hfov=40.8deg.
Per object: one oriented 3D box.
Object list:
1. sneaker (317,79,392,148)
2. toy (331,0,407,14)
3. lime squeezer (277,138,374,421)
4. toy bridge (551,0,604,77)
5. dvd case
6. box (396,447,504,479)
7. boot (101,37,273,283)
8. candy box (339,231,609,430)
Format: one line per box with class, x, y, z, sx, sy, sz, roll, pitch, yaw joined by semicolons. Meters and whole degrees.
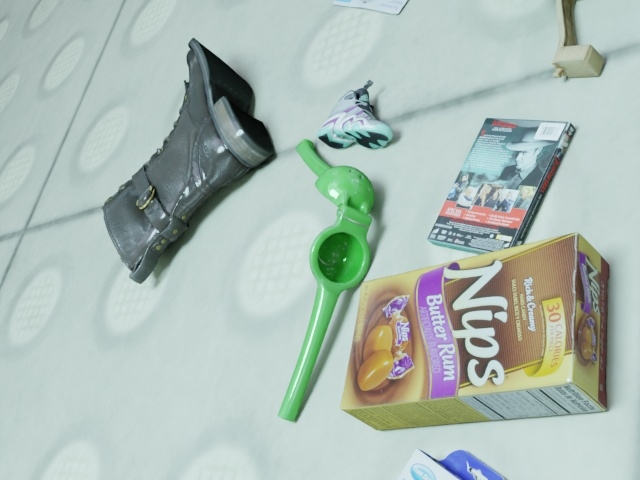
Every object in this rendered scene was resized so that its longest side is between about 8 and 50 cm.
sneaker;0.041;-0.127;0.840;0.098;0.038;0.069;8;69;49
toy;0.096;-0.370;0.956;0.237;0.056;0.137;-56;36;-2
lime squeezer;0.000;0.000;0.773;0.110;0.059;0.310;-25;46;33
toy bridge;0.230;-0.214;0.714;0.063;0.026;0.188;10;70;53
dvd case;0.143;-0.044;0.687;0.087;0.013;0.119;12;73;51
box;0.067;0.203;0.566;0.081;0.028;0.136;26;84;53
boot;-0.179;-0.101;1.017;0.229;0.091;0.263;-41;41;16
candy box;0.106;0.069;0.608;0.186;0.053;0.109;-15;51;38
